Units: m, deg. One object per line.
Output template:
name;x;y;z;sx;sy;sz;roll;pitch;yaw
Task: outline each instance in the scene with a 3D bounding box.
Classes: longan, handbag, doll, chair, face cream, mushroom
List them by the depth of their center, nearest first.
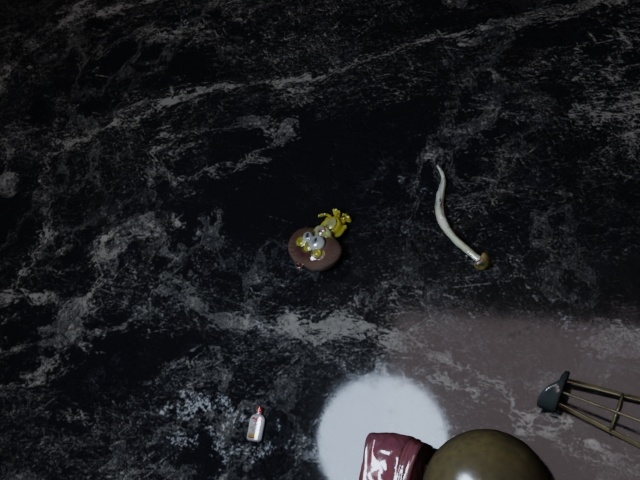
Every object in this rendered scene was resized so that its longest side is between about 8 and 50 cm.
longan;0.323;0.497;1.423;0.258;0.258;0.258;-8;67;19
chair;0.566;0.333;1.475;0.222;0.104;0.095;16;50;22
handbag;0.158;0.524;1.525;0.135;0.146;0.225;4;69;26
face cream;-0.155;0.447;1.753;0.040;0.021;0.083;2;69;22
mushroom;0.324;-0.052;1.757;0.068;0.043;0.306;-20;60;-6
doll;-0.007;-0.004;1.840;0.145;0.096;0.188;7;62;16
